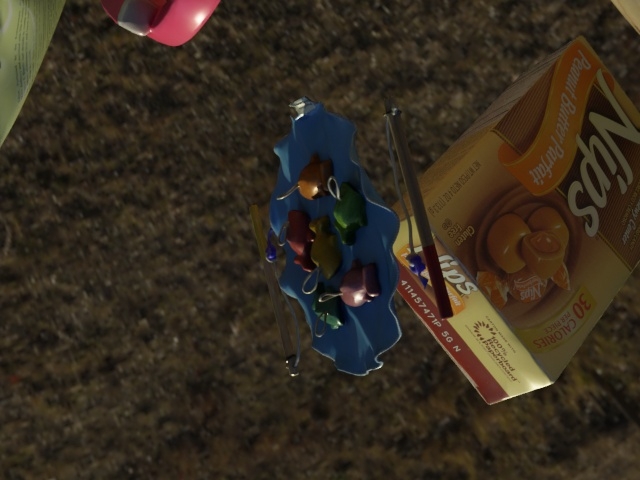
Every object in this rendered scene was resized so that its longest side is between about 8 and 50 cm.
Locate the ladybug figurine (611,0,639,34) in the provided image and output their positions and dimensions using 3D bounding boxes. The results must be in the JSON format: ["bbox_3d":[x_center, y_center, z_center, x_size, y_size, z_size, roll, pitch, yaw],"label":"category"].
[{"bbox_3d":[0.329,-0.196,0.742,0.449,0.305,0.162,35,151,-12],"label":"ladybug figurine"}]

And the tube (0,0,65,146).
[{"bbox_3d":[-0.166,-0.153,0.685,0.062,0.240,0.070,-29,126,17],"label":"tube"}]

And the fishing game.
[{"bbox_3d":[0.000,0.000,0.823,0.041,0.189,0.264,-11,175,-24],"label":"fishing game"}]

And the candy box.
[{"bbox_3d":[0.193,-0.027,1.091,0.087,0.183,0.316,-29,-168,49],"label":"candy box"}]

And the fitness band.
[{"bbox_3d":[-0.102,-0.260,0.942,0.054,0.291,0.209,21,103,-23],"label":"fitness band"}]
